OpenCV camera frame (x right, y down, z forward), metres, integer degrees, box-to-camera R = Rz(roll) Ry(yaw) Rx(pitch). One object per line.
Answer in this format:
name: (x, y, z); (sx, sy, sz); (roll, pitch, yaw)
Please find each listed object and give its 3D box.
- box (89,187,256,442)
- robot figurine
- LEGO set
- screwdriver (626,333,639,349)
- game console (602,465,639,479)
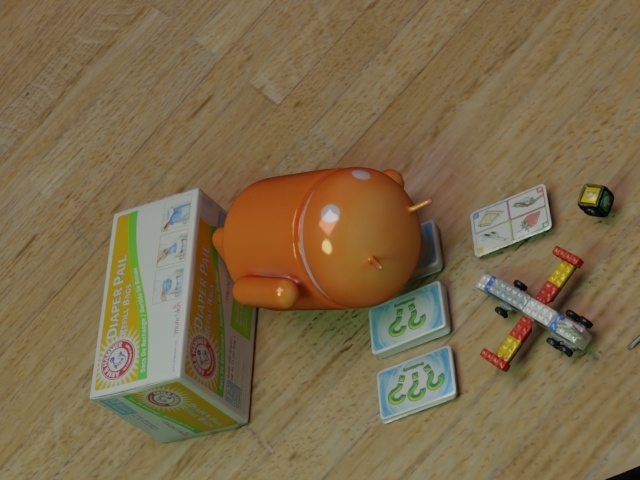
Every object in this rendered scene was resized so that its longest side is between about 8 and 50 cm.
box: (-0.133, 0.072, 1.312); (0.103, 0.114, 0.203); (-16, 55, 27)
robot figurine: (0.001, -0.002, 1.241); (0.219, 0.158, 0.128); (-4, 85, 48)
LEGO set: (0.138, 0.034, 1.183); (0.244, 0.060, 0.182); (-23, 51, 26)
screwdriver: (0.308, 0.031, 1.099); (0.170, 0.025, 0.024); (-47, 46, 13)
game console: (0.271, 0.289, 0.859); (0.342, 0.060, 0.386); (-22, 42, 7)
